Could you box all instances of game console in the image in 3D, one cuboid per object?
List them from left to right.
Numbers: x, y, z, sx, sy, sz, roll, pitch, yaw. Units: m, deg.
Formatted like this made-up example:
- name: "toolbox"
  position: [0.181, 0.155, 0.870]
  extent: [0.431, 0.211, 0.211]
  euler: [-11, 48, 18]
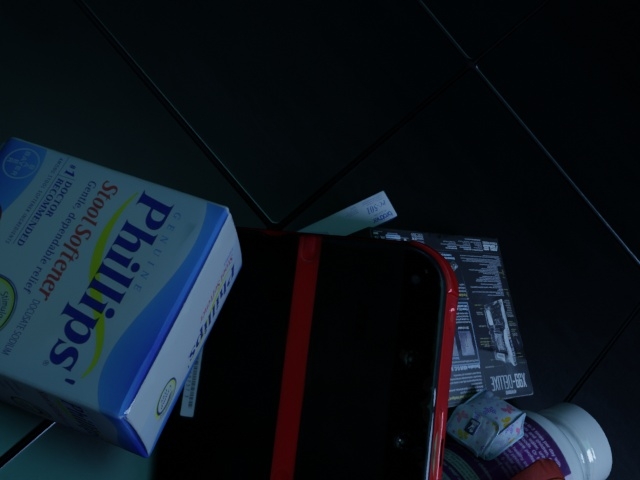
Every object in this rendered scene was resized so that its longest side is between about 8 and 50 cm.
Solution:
- name: "game console"
  position: [-0.017, 0.179, 1.052]
  extent: [0.342, 0.060, 0.386]
  euler: [4, 79, 16]

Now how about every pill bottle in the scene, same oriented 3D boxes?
- name: "pill bottle"
  position: [0.245, 0.330, 1.174]
  extent: [0.302, 0.169, 0.169]
  euler: [-18, 81, -28]

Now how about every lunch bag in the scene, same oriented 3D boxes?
- name: "lunch bag"
  position: [0.210, 0.238, 1.113]
  extent: [0.083, 0.071, 0.053]
  euler: [-27, 129, -30]

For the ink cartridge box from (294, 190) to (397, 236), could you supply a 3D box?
- name: "ink cartridge box"
  position: [0.000, 0.000, 1.215]
  extent: [0.207, 0.097, 0.046]
  euler: [-26, 85, -29]

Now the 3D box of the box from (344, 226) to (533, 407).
- name: "box"
  position: [0.163, 0.112, 1.204]
  extent: [0.308, 0.077, 0.242]
  euler: [3, 71, -47]

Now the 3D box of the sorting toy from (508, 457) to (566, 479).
- name: "sorting toy"
  position: [0.290, 0.442, 1.070]
  extent: [0.127, 0.126, 0.365]
  euler: [-23, 124, -25]

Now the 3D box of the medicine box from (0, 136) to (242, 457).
- name: "medicine box"
  position: [-0.273, 0.059, 0.981]
  extent: [0.289, 0.149, 0.263]
  euler: [17, 63, 12]
